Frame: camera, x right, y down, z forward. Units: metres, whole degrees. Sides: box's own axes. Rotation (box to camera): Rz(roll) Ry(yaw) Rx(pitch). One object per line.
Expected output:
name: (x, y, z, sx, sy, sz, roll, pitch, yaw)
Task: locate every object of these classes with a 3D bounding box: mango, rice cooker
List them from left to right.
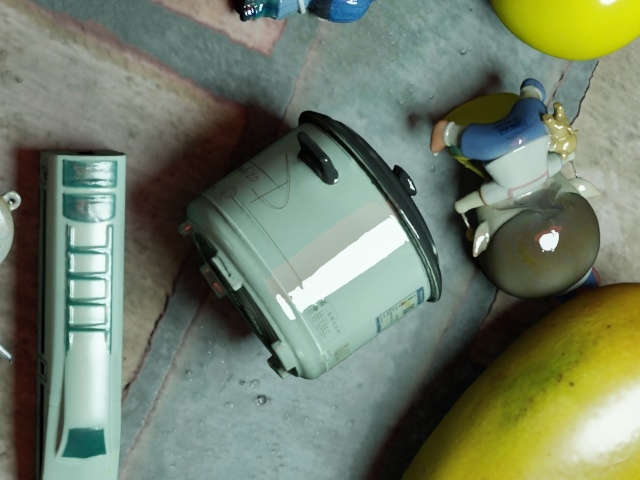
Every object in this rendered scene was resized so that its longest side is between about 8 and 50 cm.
rice cooker: (0.000, 0.000, 1.511, 0.227, 0.241, 0.280, -35, 143, -9)
mango: (0.252, 0.227, 1.614, 0.446, 0.300, 0.232, -39, 80, 5)

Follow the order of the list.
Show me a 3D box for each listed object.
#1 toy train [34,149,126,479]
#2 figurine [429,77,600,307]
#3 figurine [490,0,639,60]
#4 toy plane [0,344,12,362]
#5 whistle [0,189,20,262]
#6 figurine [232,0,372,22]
toy train: (-0.243, 0.112, 1.508, 0.086, 0.088, 0.407, -1, 97, -21)
figurine: (0.229, -0.035, 1.643, 0.161, 0.158, 0.275, -22, 110, -6)
figurine: (0.341, -0.338, 1.614, 0.344, 0.215, 0.187, -38, 111, -15)
toy plane: (-0.352, 0.105, 1.495, 0.079, 0.031, 0.083, 3, 95, -21)
whistle: (-0.395, 0.010, 1.458, 0.220, 0.057, 0.107, -33, 120, -10)
figurine: (-0.016, -0.269, 1.561, 0.149, 0.087, 0.086, -13, 138, -18)
